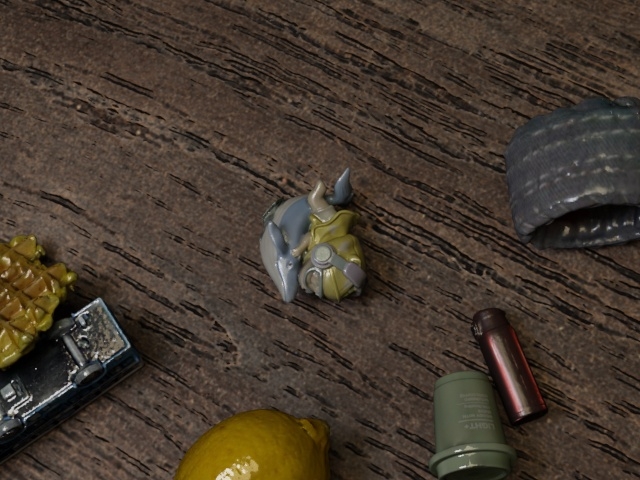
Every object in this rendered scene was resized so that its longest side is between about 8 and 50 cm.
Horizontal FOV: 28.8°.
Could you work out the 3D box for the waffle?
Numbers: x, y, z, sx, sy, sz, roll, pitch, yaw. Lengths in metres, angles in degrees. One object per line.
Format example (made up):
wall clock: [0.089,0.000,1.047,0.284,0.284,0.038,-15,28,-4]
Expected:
waffle: [-0.479,0.099,1.805,0.282,0.058,0.300,-30,33,2]

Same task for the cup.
cup: [0.199,0.254,1.688,0.120,0.120,0.141,-10,63,6]

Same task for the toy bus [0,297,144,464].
toy bus: [-0.402,0.212,1.792,0.297,0.131,0.106,-34,72,-3]

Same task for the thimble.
thimble: [0.376,-0.090,1.728,0.236,0.205,0.172,-18,63,30]

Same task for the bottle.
bottle: [0.258,0.172,1.732,0.060,0.060,0.164,-21,69,2]

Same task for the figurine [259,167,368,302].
figurine: [0.000,0.000,1.798,0.184,0.128,0.208,29,74,15]

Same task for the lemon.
lemon: [-0.091,0.325,1.672,0.257,0.188,0.188,-33,70,-7]
